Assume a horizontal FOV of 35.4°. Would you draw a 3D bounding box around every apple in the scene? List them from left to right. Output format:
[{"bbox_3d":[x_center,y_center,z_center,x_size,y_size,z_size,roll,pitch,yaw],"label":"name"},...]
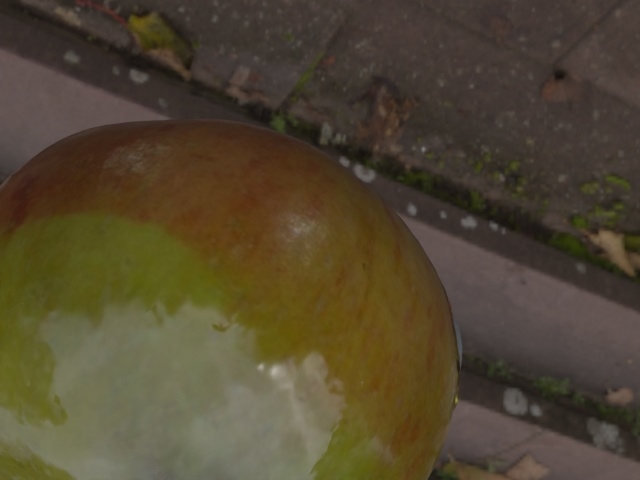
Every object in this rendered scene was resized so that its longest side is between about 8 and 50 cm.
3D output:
[{"bbox_3d":[-0.057,0.058,0.474,0.261,0.194,0.260,20,151,12],"label":"apple"}]

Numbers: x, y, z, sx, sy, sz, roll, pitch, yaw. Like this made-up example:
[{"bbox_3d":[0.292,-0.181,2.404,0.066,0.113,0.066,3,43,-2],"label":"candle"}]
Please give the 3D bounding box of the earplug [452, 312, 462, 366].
[{"bbox_3d":[0.045,0.168,1.302,0.175,0.214,0.325,-6,156,-44],"label":"earplug"}]
